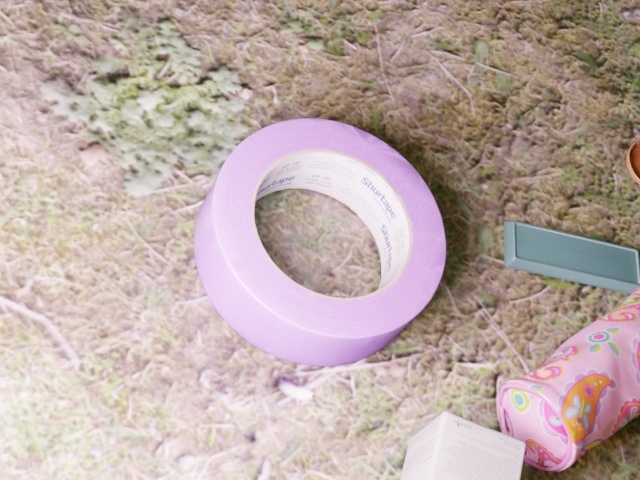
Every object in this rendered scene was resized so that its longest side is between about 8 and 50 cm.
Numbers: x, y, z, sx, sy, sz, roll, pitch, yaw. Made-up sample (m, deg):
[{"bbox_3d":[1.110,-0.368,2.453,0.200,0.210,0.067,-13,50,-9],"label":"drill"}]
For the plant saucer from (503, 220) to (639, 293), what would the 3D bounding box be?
[{"bbox_3d":[0.321,0.020,1.567,0.192,0.018,0.067,13,60,-16],"label":"plant saucer"}]

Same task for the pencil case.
[{"bbox_3d":[0.331,0.153,1.444,0.284,0.124,0.124,-30,77,-32],"label":"pencil case"}]

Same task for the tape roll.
[{"bbox_3d":[0.000,0.000,1.408,0.275,0.090,0.274,9,61,-17],"label":"tape roll"}]

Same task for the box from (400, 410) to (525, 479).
[{"bbox_3d":[0.148,0.251,1.323,0.102,0.101,0.087,23,58,-9],"label":"box"}]

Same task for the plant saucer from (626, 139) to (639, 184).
[{"bbox_3d":[0.451,-0.099,1.684,0.084,0.013,0.083,9,61,-16],"label":"plant saucer"}]
